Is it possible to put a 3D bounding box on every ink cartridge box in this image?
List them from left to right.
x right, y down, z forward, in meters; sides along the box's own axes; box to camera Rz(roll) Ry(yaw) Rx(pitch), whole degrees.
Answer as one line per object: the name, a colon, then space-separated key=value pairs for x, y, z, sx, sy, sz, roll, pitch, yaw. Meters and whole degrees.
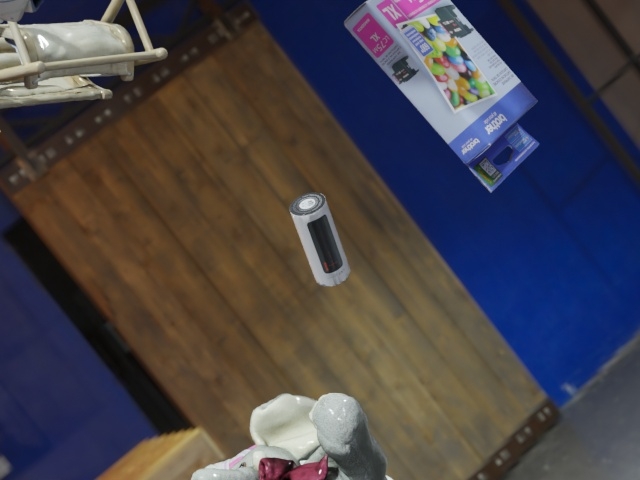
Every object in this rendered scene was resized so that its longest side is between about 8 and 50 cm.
ink cartridge box: x=0.191 y=-0.231 z=1.805 sx=0.065 sy=0.311 sz=0.186 roll=-39 pitch=1 yaw=40

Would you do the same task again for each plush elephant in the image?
plush elephant: x=-0.041 y=0.331 z=1.638 sx=0.255 sy=0.272 sz=0.330 roll=7 pitch=-12 yaw=27

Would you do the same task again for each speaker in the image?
speaker: x=0.000 y=0.000 z=1.840 sx=0.055 sy=0.136 sz=0.055 roll=-13 pitch=35 yaw=9

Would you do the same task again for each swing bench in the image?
swing bench: x=-0.431 y=-0.301 z=2.030 sx=0.253 sy=0.165 sz=0.254 roll=-14 pitch=-9 yaw=-44

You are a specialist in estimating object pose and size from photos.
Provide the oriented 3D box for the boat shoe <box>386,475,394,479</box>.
boat shoe: x=0.072 y=0.431 z=2.042 sx=0.226 sy=0.083 sz=0.076 roll=-35 pitch=-21 yaw=-53

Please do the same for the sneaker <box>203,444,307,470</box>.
sneaker: x=-0.085 y=0.369 z=2.026 sx=0.252 sy=0.103 sz=0.111 roll=-11 pitch=33 yaw=37

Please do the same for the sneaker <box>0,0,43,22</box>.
sneaker: x=-0.370 y=-0.276 z=1.342 sx=0.297 sy=0.129 sz=0.111 roll=-5 pitch=53 yaw=32
